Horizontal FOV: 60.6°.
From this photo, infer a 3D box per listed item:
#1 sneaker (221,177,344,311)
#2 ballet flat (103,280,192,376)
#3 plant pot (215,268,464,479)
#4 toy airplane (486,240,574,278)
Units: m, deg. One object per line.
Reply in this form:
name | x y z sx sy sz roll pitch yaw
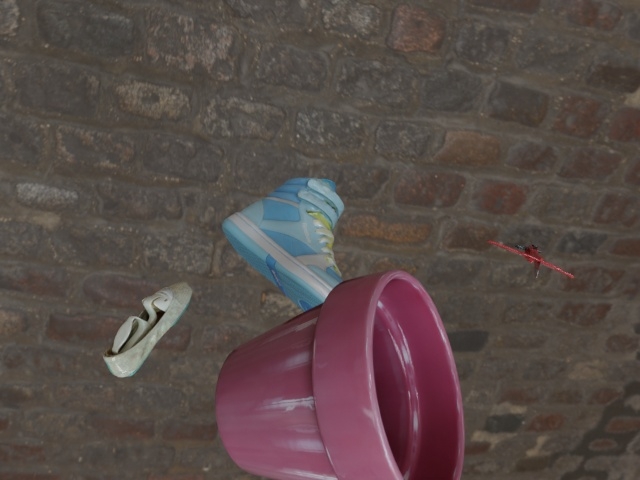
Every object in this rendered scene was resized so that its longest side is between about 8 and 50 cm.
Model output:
sneaker | 0.000 0.000 0.936 0.208 0.319 0.127 -42 151 -19
ballet flat | -0.235 0.110 0.758 0.057 0.168 0.052 2 136 31
plant pot | 0.013 0.142 0.503 0.180 0.201 0.201 -17 127 28
toy airplane | 0.338 0.026 0.874 0.151 0.151 0.028 15 108 -21
